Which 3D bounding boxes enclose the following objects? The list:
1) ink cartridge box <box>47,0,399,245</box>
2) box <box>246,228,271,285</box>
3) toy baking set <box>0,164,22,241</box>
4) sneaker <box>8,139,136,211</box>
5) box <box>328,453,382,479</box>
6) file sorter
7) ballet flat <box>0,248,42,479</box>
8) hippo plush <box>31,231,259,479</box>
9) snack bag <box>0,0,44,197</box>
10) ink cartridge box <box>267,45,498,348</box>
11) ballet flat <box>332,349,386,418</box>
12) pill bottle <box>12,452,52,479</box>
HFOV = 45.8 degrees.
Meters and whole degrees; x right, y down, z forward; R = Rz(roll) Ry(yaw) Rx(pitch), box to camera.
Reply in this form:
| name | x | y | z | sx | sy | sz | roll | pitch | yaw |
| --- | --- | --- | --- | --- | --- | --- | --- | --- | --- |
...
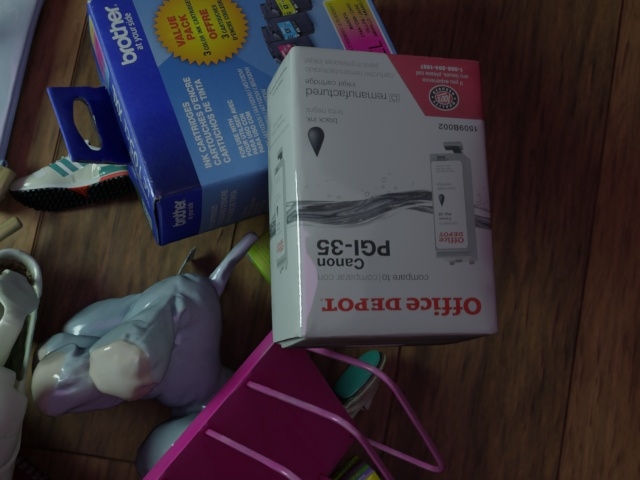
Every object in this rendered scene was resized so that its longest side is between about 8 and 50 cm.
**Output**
| name | x | y | z | sx | sy | sz | roll | pitch | yaw |
| --- | --- | --- | --- | --- | --- | --- | --- | --- | --- |
| ink cartridge box | -0.108 | -0.167 | 0.911 | 0.396 | 0.151 | 0.270 | -18 | 73 | -16 |
| box | 0.000 | 0.000 | 1.011 | 0.178 | 0.042 | 0.109 | -39 | 88 | -10 |
| toy baking set | -0.495 | -0.029 | 0.909 | 0.256 | 0.030 | 0.196 | -41 | 86 | -14 |
| sneaker | -0.317 | -0.088 | 0.977 | 0.161 | 0.057 | 0.075 | -10 | 62 | -3 |
| box | 0.049 | 0.435 | 0.936 | 0.214 | 0.117 | 0.243 | -38 | 90 | -10 |
| file sorter | -0.032 | 0.274 | 0.787 | 0.290 | 0.182 | 0.202 | -48 | 125 | -26 |
| ballet flat | -0.357 | 0.141 | 0.783 | 0.139 | 0.400 | 0.139 | -7 | 126 | -10 |
| hippo plush | -0.185 | 0.177 | 0.915 | 0.294 | 0.234 | 0.236 | -46 | 115 | -50 |
| snack bag | -0.541 | -0.220 | 0.960 | 0.343 | 0.037 | 0.322 | 10 | 83 | -6 |
| ink cartridge box | 0.059 | -0.036 | 0.769 | 0.207 | 0.117 | 0.282 | 1 | 79 | -16 |
| ballet flat | 0.034 | 0.218 | 0.997 | 0.168 | 0.057 | 0.052 | -47 | 120 | -6 |
| pill bottle | -0.400 | 0.331 | 0.826 | 0.392 | 0.224 | 0.224 | 40 | 80 | -3 |
